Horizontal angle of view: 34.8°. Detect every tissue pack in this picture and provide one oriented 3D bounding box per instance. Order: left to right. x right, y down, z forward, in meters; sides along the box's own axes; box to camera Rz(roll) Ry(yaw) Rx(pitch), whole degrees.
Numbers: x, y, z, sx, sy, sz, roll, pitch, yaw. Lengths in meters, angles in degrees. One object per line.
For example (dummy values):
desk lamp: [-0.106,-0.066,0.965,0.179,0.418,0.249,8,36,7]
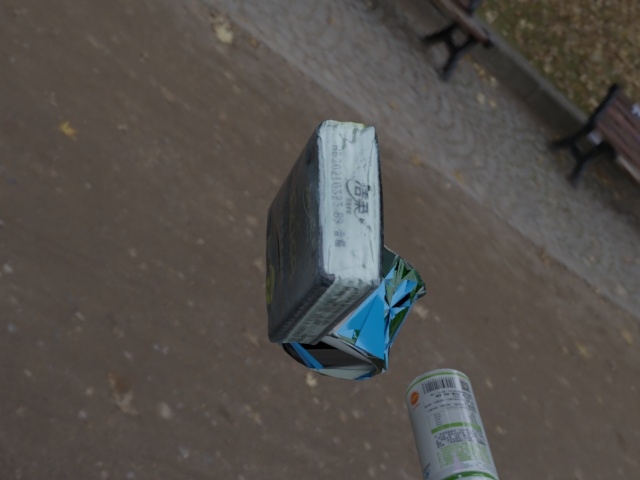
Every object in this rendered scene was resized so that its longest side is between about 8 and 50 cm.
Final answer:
tissue pack: [0.000,0.000,1.173,0.081,0.257,0.185,4,69,-15]

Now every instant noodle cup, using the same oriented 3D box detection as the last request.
instant noodle cup: [0.039,0.117,1.708,0.240,0.240,0.178,38,60,-25]

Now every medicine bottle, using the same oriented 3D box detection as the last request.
medicine bottle: [0.155,0.245,1.192,0.086,0.086,0.183,33,31,-33]
